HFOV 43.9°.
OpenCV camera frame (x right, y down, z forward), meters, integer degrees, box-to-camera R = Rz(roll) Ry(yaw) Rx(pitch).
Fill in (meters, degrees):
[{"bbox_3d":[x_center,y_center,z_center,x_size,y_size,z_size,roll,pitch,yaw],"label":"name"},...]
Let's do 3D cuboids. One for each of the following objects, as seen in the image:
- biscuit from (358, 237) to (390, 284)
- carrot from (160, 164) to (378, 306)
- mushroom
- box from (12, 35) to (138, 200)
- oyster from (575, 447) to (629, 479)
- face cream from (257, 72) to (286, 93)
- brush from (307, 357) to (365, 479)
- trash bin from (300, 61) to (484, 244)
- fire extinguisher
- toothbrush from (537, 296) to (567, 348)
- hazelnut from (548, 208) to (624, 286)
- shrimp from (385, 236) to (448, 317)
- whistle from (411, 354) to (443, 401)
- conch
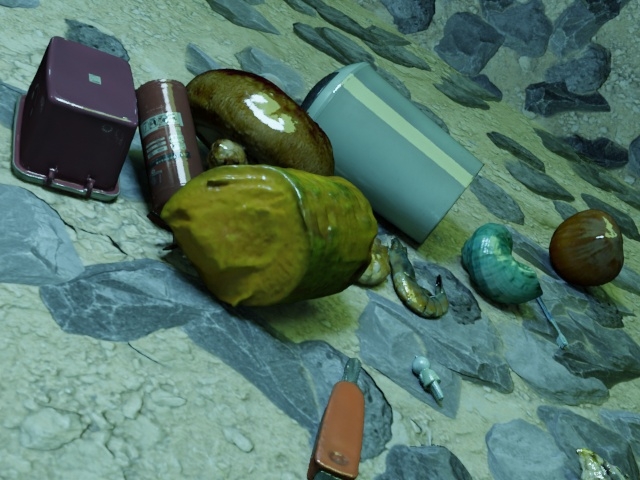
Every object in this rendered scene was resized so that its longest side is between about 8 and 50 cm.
[{"bbox_3d":[0.099,0.032,1.653,0.118,0.061,0.183,34,25,-3],"label":"biscuit"},{"bbox_3d":[-0.069,-0.010,1.369,0.341,0.241,0.241,-2,44,-50],"label":"carrot"},{"bbox_3d":[-0.119,-0.203,1.606,0.345,0.239,0.345,61,2,-3],"label":"mushroom"},{"bbox_3d":[-0.434,-0.227,1.431,0.193,0.167,0.294,17,32,-29],"label":"box"},{"bbox_3d":[0.536,0.470,1.406,0.209,0.072,0.133,46,18,-17],"label":"oyster"},{"bbox_3d":[-0.157,-0.323,1.918,0.101,0.101,0.251,30,29,-5],"label":"face cream"},{"bbox_3d":[0.031,0.289,1.207,0.070,0.051,0.323,24,32,-2],"label":"brush"},{"bbox_3d":[0.143,-0.215,1.871,0.432,0.280,0.280,39,29,5],"label":"trash bin"},{"bbox_3d":[-0.277,-0.130,1.431,0.147,0.106,0.337,16,54,-56],"label":"fire extinguisher"},{"bbox_3d":[0.548,0.181,1.907,0.016,0.019,0.219,22,30,-22],"label":"toothbrush"},{"bbox_3d":[0.711,0.019,2.136,0.186,0.210,0.210,-6,26,13],"label":"hazelnut"},{"bbox_3d":[0.208,0.081,1.707,0.150,0.051,0.217,17,39,-31],"label":"shrimp"},{"bbox_3d":[0.196,0.249,1.441,0.035,0.035,0.100,7,39,-38],"label":"whistle"},{"bbox_3d":[0.407,0.054,1.857,0.202,0.134,0.196,-112,177,-55],"label":"conch"}]
